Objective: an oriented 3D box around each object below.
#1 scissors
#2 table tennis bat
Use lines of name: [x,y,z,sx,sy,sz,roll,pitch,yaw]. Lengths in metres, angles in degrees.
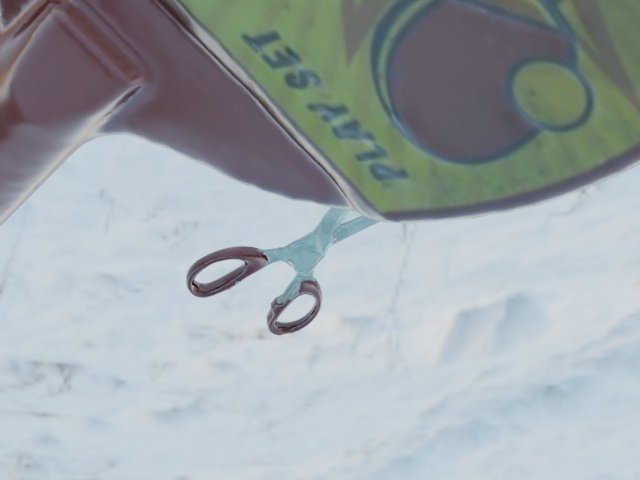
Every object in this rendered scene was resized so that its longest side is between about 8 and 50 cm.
scissors: [0.000,0.000,1.235,0.144,0.017,0.248,28,127,-35]
table tennis bat: [-0.028,-0.100,0.408,0.268,0.051,0.415,45,135,-14]
